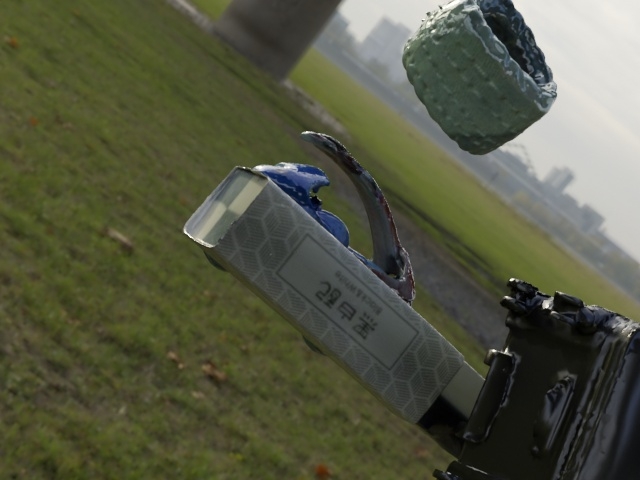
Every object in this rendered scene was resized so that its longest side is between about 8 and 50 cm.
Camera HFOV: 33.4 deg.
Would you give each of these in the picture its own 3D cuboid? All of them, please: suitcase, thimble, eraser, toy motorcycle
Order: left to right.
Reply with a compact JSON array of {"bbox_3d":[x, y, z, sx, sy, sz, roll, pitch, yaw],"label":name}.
[{"bbox_3d":[-0.017,0.001,1.475,0.319,0.182,0.241,45,41,-33],"label":"toy motorcycle"},{"bbox_3d":[0.034,0.086,1.155,0.404,0.098,0.096,42,-7,-25],"label":"eraser"},{"bbox_3d":[0.248,-0.270,1.663,0.205,0.172,0.250,7,54,-54],"label":"thimble"},{"bbox_3d":[0.331,0.230,1.161,0.434,0.283,0.194,29,-9,-41],"label":"suitcase"}]
